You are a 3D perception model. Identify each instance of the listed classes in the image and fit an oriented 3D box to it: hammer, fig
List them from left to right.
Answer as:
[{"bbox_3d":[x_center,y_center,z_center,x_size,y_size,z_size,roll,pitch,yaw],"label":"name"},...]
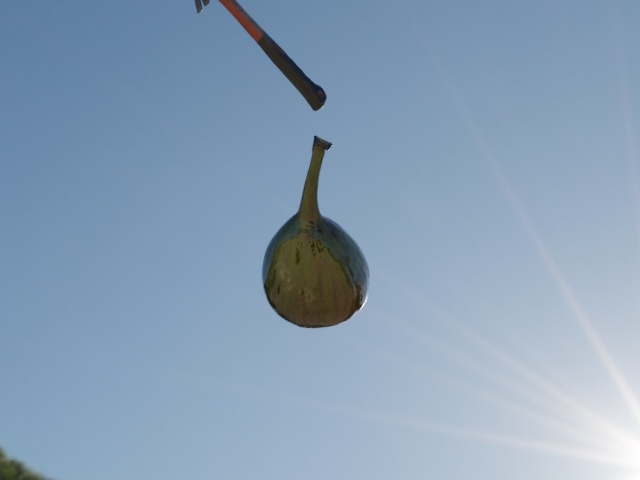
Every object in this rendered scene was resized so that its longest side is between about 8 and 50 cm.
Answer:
[{"bbox_3d":[-0.092,-0.319,1.584,0.288,0.111,0.033,45,-46,-17],"label":"hammer"},{"bbox_3d":[0.000,0.000,1.324,0.151,0.151,0.259,5,-51,0],"label":"fig"}]
